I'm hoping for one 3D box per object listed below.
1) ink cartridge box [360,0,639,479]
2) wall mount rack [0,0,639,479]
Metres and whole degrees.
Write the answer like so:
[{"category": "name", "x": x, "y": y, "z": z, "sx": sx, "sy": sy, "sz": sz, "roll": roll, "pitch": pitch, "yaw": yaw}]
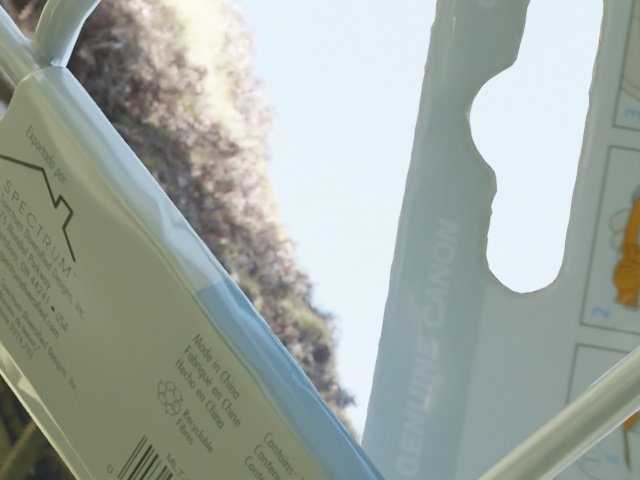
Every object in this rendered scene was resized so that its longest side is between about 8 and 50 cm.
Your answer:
[{"category": "ink cartridge box", "x": 0.225, "y": -0.014, "z": 0.471, "sx": 0.091, "sy": 0.385, "sz": 0.308, "roll": 57, "pitch": 43, "yaw": -88}, {"category": "wall mount rack", "x": 0.000, "y": 0.000, "z": 0.395, "sx": 0.350, "sy": 0.130, "sz": 0.304, "roll": 50, "pitch": -46, "yaw": 17}]
